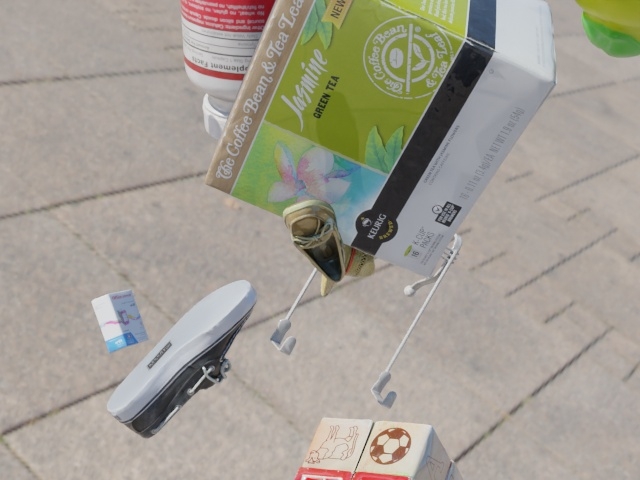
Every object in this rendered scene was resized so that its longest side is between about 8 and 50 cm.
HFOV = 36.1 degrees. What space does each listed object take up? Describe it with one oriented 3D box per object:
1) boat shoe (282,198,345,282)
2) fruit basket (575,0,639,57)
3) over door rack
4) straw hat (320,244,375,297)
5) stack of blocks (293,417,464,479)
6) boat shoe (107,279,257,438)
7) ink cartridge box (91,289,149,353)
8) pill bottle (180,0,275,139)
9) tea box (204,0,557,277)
[{"bbox_3d":[-0.002,0.001,1.116,0.056,0.153,0.048,-19,63,3],"label":"boat shoe"},{"bbox_3d":[0.307,-0.359,0.970,0.282,0.392,0.392,22,29,-9],"label":"fruit basket"},{"bbox_3d":[0.072,0.083,1.660,0.239,0.324,0.108,29,-10,-23],"label":"over door rack"},{"bbox_3d":[0.048,0.022,1.373,0.061,0.145,0.144,15,30,-8],"label":"straw hat"},{"bbox_3d":[0.066,0.286,0.703,0.087,0.297,0.171,-3,43,32],"label":"stack of blocks"},{"bbox_3d":[-0.202,0.198,1.594,0.105,0.306,0.113,46,-6,-26],"label":"boat shoe"},{"bbox_3d":[-0.435,0.174,2.131,0.088,0.052,0.123,-10,77,-66],"label":"ink cartridge box"},{"bbox_3d":[-0.114,-0.374,1.601,0.228,0.408,0.229,0,31,0],"label":"pill bottle"},{"bbox_3d":[0.071,-0.184,1.227,0.323,0.329,0.220,23,37,-6],"label":"tea box"}]
